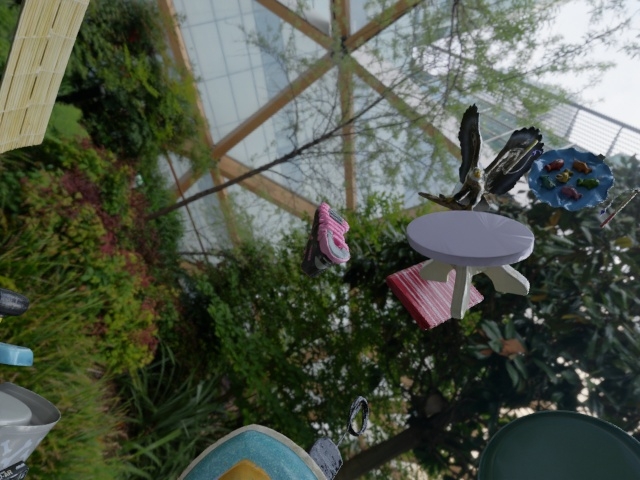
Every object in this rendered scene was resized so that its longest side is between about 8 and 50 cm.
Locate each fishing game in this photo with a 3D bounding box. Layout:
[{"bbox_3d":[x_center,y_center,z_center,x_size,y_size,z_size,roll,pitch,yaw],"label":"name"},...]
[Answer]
[{"bbox_3d":[0.591,-0.153,1.001,0.264,0.189,0.041,45,-11,32],"label":"fishing game"}]

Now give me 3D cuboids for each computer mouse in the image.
[{"bbox_3d":[0.026,0.377,0.796,0.041,0.242,0.071,-35,-95,36],"label":"computer mouse"}]

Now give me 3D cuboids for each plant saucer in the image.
[{"bbox_3d":[0.465,0.468,0.797,0.317,0.318,0.044,66,21,7],"label":"plant saucer"}]

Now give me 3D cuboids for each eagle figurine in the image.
[{"bbox_3d":[0.470,-0.210,1.237,0.298,0.226,0.225,-63,-164,8],"label":"eagle figurine"}]

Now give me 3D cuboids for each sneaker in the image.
[{"bbox_3d":[0.000,0.000,0.478,0.047,0.057,0.119,39,23,-15],"label":"sneaker"}]

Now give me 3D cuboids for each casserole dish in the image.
[{"bbox_3d":[-0.759,0.253,0.978,0.114,0.189,0.036,110,-8,-73],"label":"casserole dish"}]

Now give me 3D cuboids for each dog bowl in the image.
[{"bbox_3d":[-0.701,0.334,0.807,0.349,0.102,0.348,19,-18,6],"label":"dog bowl"}]

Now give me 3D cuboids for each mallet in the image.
[{"bbox_3d":[-0.510,0.167,0.653,0.062,0.039,0.189,55,46,-74],"label":"mallet"}]

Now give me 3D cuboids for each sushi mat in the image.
[{"bbox_3d":[-0.490,-0.289,0.731,0.019,0.316,0.151,32,21,-6],"label":"sushi mat"}]

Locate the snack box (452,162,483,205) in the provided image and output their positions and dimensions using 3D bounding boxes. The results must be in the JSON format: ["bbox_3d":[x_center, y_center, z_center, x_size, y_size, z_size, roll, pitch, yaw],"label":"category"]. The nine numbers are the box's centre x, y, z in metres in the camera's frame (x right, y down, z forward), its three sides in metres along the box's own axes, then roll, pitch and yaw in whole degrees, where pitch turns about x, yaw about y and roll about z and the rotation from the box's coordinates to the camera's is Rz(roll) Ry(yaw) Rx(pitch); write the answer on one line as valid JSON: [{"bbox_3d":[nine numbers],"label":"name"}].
[{"bbox_3d":[0.502,-0.193,1.448,0.100,0.037,0.141,-70,-176,-53],"label":"snack box"}]

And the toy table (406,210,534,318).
[{"bbox_3d":[0.348,0.042,1.001,0.274,0.252,0.160,18,-43,41],"label":"toy table"}]

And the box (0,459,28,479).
[{"bbox_3d":[-0.473,0.369,0.614,0.018,0.083,0.067,35,15,18],"label":"box"}]

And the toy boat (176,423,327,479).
[{"bbox_3d":[-0.002,0.278,0.352,0.148,0.319,0.267,86,-3,-49],"label":"toy boat"}]

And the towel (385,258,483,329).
[{"bbox_3d":[0.349,0.151,1.297,0.198,0.275,0.031,54,-39,28],"label":"towel"}]
